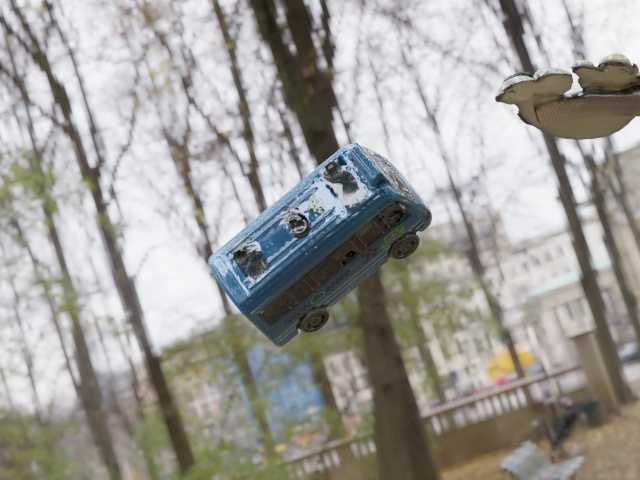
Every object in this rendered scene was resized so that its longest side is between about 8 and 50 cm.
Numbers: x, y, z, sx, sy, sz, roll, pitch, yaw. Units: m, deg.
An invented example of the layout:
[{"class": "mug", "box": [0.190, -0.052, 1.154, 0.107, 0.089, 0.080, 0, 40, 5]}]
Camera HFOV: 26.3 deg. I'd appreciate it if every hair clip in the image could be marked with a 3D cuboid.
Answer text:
[{"class": "hair clip", "box": [0.268, -0.135, 1.364, 0.172, 0.049, 0.116, -5, -37, 22]}]

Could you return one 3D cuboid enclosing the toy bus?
[{"class": "toy bus", "box": [0.000, 0.000, 1.592, 0.246, 0.113, 0.134, -39, -34, 5]}]
